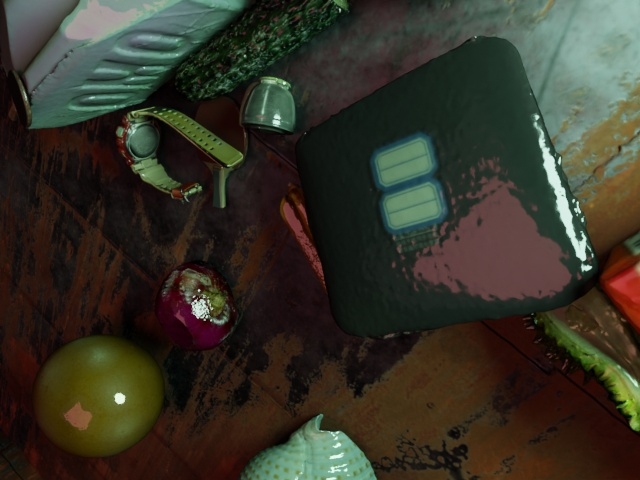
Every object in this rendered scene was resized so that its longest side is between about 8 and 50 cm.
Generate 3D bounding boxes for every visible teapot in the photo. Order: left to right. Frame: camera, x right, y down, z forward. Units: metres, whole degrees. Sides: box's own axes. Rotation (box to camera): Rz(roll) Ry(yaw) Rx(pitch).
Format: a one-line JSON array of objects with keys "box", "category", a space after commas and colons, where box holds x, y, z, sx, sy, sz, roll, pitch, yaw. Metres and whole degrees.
[{"box": [-0.097, -0.230, 0.692, 0.124, 0.092, 0.091, 12, 96, 19], "category": "teapot"}]

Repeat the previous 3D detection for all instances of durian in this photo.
[{"box": [0.335, 0.108, 0.538, 0.132, 0.106, 0.375, -39, 63, 24], "category": "durian"}]

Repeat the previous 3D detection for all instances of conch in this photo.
[{"box": [-0.039, 0.556, 0.858, 0.302, 0.215, 0.319, 23, 118, 9], "category": "conch"}]

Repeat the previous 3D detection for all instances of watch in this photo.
[{"box": [-0.281, -0.161, 0.807, 0.268, 0.102, 0.165, 34, 130, 14], "category": "watch"}]

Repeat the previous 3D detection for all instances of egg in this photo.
[{"box": [-0.563, 0.387, 1.044, 0.351, 0.282, 0.283, 13, 112, 26], "category": "egg"}]

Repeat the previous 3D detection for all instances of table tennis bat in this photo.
[{"box": [-0.520, -0.234, 0.701, 0.156, 0.013, 0.087, -2, 107, 49], "category": "table tennis bat"}, {"box": [-0.198, -0.171, 0.807, 0.130, 0.019, 0.221, 16, 112, 25], "category": "table tennis bat"}]

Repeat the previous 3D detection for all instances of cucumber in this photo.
[{"box": [-0.124, -0.312, 0.670, 0.359, 0.096, 0.096, -19, 96, 32], "category": "cucumber"}]

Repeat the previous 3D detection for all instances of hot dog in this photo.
[{"box": [0.000, 0.000, 0.724, 0.092, 0.062, 0.236, -17, 103, 57], "category": "hot dog"}]

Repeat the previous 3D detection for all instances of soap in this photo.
[{"box": [-0.358, -0.350, 0.693, 0.446, 0.261, 0.156, -18, 100, 32], "category": "soap"}]

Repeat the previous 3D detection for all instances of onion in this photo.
[{"box": [-0.301, 0.159, 0.917, 0.218, 0.140, 0.195, -21, 102, 36], "category": "onion"}]

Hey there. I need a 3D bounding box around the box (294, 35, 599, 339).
[{"box": [0.141, -0.050, 0.574, 0.359, 0.091, 0.351, -20, 82, 34], "category": "box"}]

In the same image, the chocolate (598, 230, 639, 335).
[{"box": [0.530, 0.055, 0.379, 0.360, 0.161, 0.341, -42, 84, 28], "category": "chocolate"}]
